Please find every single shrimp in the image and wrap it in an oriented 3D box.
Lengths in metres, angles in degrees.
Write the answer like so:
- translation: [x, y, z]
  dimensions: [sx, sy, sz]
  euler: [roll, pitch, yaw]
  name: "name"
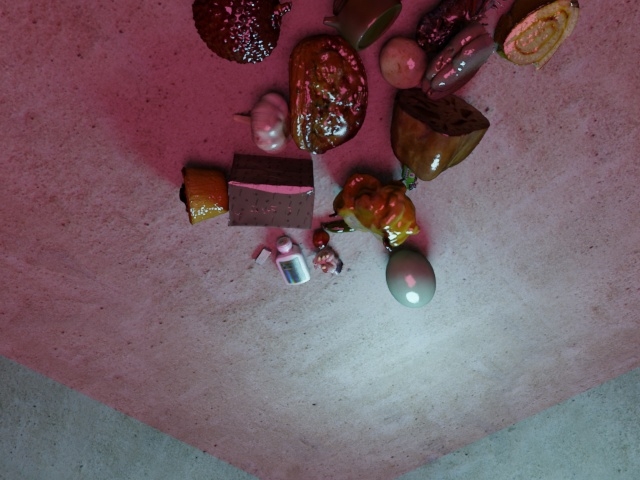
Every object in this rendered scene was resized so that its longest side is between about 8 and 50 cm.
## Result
- translation: [0.442, -0.687, 1.460]
  dimensions: [0.372, 0.172, 0.137]
  euler: [-29, 96, 1]
  name: "shrimp"

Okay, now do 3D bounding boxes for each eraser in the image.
- translation: [-0.242, 0.066, 2.061]
  dimensions: [0.038, 0.019, 0.083]
  euler: [25, 123, -22]
  name: "eraser"

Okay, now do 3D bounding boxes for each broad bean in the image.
- translation: [0.127, -0.067, 1.959]
  dimensions: [0.254, 0.046, 0.065]
  euler: [-13, 113, 9]
  name: "broad bean"

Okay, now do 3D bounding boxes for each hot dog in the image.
- translation: [0.012, -0.450, 1.576]
  dimensions: [0.267, 0.174, 0.387]
  euler: [-16, 130, -18]
  name: "hot dog"

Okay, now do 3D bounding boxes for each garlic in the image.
- translation: [-0.205, -0.398, 1.635]
  dimensions: [0.226, 0.199, 0.199]
  euler: [14, 130, 20]
  name: "garlic"

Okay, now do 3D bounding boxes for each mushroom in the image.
- translation: [0.263, -0.557, 1.535]
  dimensions: [0.127, 0.166, 0.166]
  euler: [-43, 126, -18]
  name: "mushroom"

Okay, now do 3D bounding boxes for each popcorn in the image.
- translation: [0.217, -0.121, 1.775]
  dimensions: [0.316, 0.297, 0.281]
  euler: [40, 76, -8]
  name: "popcorn"

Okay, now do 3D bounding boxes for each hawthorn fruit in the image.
- translation: [0.003, -0.004, 1.982]
  dimensions: [0.077, 0.077, 0.077]
  euler: [-1, 127, -1]
  name: "hawthorn fruit"

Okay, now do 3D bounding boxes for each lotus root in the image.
- translation: [0.371, -0.363, 1.640]
  dimensions: [0.316, 0.316, 0.250]
  euler: [6, 141, -7]
  name: "lotus root"

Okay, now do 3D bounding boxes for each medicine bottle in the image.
- translation: [-0.123, 0.086, 2.044]
  dimensions: [0.115, 0.078, 0.219]
  euler: [-13, 127, 9]
  name: "medicine bottle"

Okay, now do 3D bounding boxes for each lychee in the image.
- translation: [-0.219, -0.633, 1.378]
  dimensions: [0.300, 0.264, 0.264]
  euler: [1, 130, 22]
  name: "lychee"

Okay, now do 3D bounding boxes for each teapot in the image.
- translation: [0.126, -0.686, 1.423]
  dimensions: [0.267, 0.185, 0.175]
  euler: [-40, 91, -9]
  name: "teapot"

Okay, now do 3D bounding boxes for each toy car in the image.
- translation: [0.334, -0.265, 1.805]
  dimensions: [0.062, 0.071, 0.165]
  euler: [10, 128, 9]
  name: "toy car"

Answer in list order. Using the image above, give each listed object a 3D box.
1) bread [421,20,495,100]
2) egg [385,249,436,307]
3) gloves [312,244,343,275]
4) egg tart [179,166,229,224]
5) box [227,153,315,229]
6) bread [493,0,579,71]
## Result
- translation: [0.390, -0.512, 1.465]
  dimensions: [0.183, 0.337, 0.102]
  euler: [-34, 86, 2]
  name: "bread"
- translation: [0.376, 0.161, 2.043]
  dimensions: [0.203, 0.203, 0.283]
  euler: [-22, 124, 14]
  name: "egg"
- translation: [0.029, 0.090, 2.044]
  dimensions: [0.094, 0.110, 0.144]
  euler: [8, 142, 49]
  name: "gloves"
- translation: [-0.423, -0.166, 1.776]
  dimensions: [0.171, 0.215, 0.215]
  euler: [-8, 129, -15]
  name: "egg tart"
- translation: [-0.176, -0.173, 1.755]
  dimensions: [0.297, 0.225, 0.190]
  euler: [2, 125, -5]
  name: "box"
- translation: [0.662, -0.651, 1.495]
  dimensions: [0.186, 0.124, 0.257]
  euler: [29, 120, -30]
  name: "bread"
